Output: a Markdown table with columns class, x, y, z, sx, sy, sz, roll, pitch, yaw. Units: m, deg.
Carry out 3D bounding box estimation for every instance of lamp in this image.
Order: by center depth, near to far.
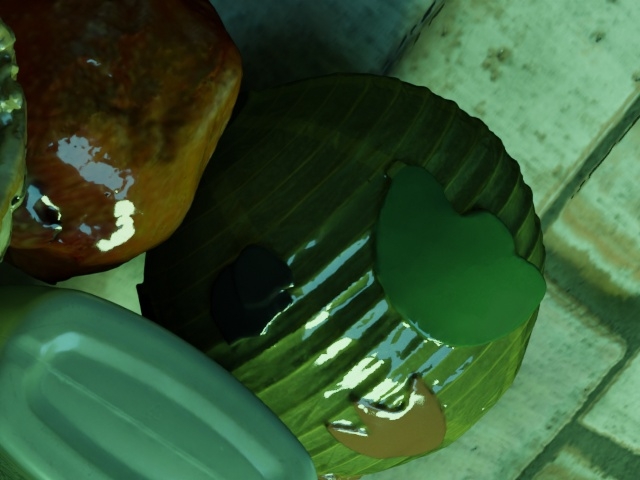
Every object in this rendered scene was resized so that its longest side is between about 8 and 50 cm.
| class | x | y | z | sx | sy | sz | roll | pitch | yaw |
| --- | --- | --- | --- | --- | --- | --- | --- | --- | --- |
| lamp | 0.000 | 0.000 | 1.081 | 0.250 | 0.250 | 0.284 | -41 | 101 | -4 |

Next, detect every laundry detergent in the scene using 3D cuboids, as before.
| class | x | y | z | sx | sy | sz | roll | pitch | yaw |
| --- | --- | --- | --- | --- | --- | --- | --- | --- | --- |
| laundry detergent | -0.131 | 0.111 | 1.029 | 0.215 | 0.280 | 0.105 | 34 | 72 | -14 |

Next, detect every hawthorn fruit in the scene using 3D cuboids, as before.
| class | x | y | z | sx | sy | sz | roll | pitch | yaw |
| --- | --- | --- | --- | --- | --- | --- | --- | --- | --- |
| hawthorn fruit | -0.126 | -0.067 | 0.937 | 0.179 | 0.173 | 0.173 | -15 | 135 | -14 |

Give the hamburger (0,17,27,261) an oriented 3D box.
| class | x | y | z | sx | sy | sz | roll | pitch | yaw |
| --- | --- | --- | --- | --- | --- | --- | --- | --- | --- |
| hamburger | -0.254 | -0.030 | 0.800 | 0.286 | 0.243 | 0.146 | -54 | 135 | -9 |
